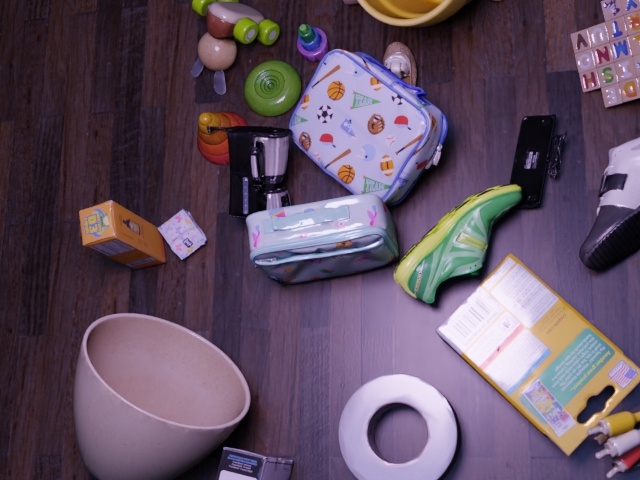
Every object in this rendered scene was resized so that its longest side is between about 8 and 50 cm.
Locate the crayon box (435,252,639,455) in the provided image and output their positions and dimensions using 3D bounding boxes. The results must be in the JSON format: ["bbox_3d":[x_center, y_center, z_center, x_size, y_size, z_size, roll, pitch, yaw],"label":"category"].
[{"bbox_3d":[0.396,0.207,1.769,0.203,0.083,0.323,-46,69,0],"label":"crayon box"}]

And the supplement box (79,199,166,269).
[{"bbox_3d":[-0.393,-0.007,1.951,0.080,0.233,0.078,-14,72,10],"label":"supplement box"}]

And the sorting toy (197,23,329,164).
[{"bbox_3d":[-0.133,-0.320,2.025,0.365,0.126,0.127,-44,69,1],"label":"sorting toy"}]

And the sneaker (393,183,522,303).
[{"bbox_3d":[0.274,0.005,1.858,0.295,0.109,0.123,-42,92,-1],"label":"sneaker"}]

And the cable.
[{"bbox_3d":[0.593,0.311,1.684,0.287,0.072,0.139,-28,110,-5],"label":"cable"}]

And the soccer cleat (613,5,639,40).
[{"bbox_3d":[0.678,-0.370,1.807,0.116,0.143,0.331,-25,72,-31],"label":"soccer cleat"}]

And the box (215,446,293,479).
[{"bbox_3d":[-0.144,0.532,1.781,0.087,0.169,0.290,10,80,19],"label":"box"}]

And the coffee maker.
[{"bbox_3d":[-0.137,-0.138,1.961,0.171,0.120,0.178,14,108,42],"label":"coffee maker"}]

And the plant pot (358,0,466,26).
[{"bbox_3d":[0.213,-0.543,1.911,0.254,0.239,0.254,5,100,29],"label":"plant pot"}]

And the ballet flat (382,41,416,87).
[{"bbox_3d":[0.160,-0.319,1.978,0.073,0.067,0.206,-6,74,10],"label":"ballet flat"}]

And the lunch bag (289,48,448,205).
[{"bbox_3d":[0.098,-0.223,1.902,0.303,0.115,0.243,41,112,24],"label":"lunch bag"}]

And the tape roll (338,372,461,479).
[{"bbox_3d":[0.147,0.358,1.800,0.219,0.072,0.219,-3,75,13],"label":"tape roll"}]

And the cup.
[{"bbox_3d":[-0.330,0.328,1.831,0.331,0.331,0.237,37,112,20],"label":"cup"}]

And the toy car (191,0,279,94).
[{"bbox_3d":[-0.207,-0.415,2.091,0.155,0.149,0.188,37,116,24],"label":"toy car"}]

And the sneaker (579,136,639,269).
[{"bbox_3d":[0.570,-0.095,1.799,0.330,0.122,0.146,-49,52,-1],"label":"sneaker"}]

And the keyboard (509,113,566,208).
[{"bbox_3d":[0.425,-0.150,1.891,0.100,0.038,0.192,4,77,40],"label":"keyboard"}]

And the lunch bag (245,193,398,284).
[{"bbox_3d":[0.000,0.000,1.852,0.279,0.224,0.108,-11,73,11],"label":"lunch bag"}]

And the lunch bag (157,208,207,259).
[{"bbox_3d":[-0.284,-0.012,2.021,0.071,0.053,0.083,-36,79,5],"label":"lunch bag"}]

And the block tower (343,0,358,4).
[{"bbox_3d":[0.091,-0.664,2.076,0.097,0.091,0.335,-2,75,13],"label":"block tower"}]

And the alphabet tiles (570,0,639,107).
[{"bbox_3d":[0.581,-0.364,1.823,0.237,0.009,0.198,-12,91,48],"label":"alphabet tiles"}]
